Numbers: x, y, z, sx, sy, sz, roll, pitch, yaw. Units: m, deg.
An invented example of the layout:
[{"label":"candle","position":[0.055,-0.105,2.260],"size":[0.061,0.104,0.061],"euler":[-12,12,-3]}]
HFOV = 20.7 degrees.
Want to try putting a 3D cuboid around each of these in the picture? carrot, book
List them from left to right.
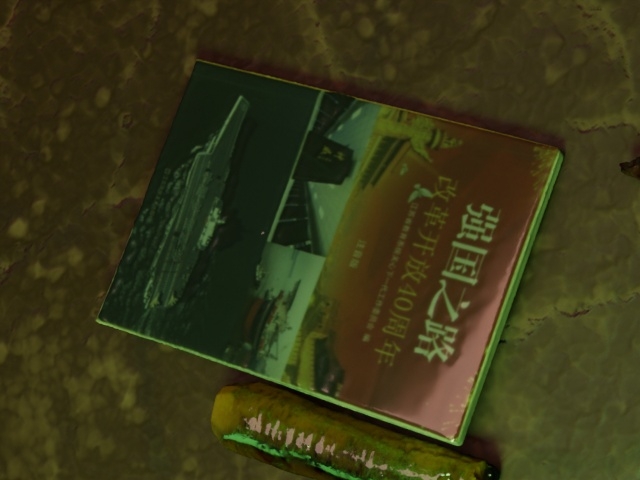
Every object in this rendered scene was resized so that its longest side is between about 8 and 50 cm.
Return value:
[{"label":"book","position":[0.000,0.000,1.525],"size":[0.374,0.028,0.262],"euler":[16,81,28]},{"label":"carrot","position":[0.027,0.177,1.473],"size":[0.260,0.070,0.070],"euler":[14,88,26]}]

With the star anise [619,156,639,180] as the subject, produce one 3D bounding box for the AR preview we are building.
[{"label":"star anise","position":[0.305,-0.049,1.335],"size":[0.158,0.144,0.140],"euler":[-43,74,13]}]
